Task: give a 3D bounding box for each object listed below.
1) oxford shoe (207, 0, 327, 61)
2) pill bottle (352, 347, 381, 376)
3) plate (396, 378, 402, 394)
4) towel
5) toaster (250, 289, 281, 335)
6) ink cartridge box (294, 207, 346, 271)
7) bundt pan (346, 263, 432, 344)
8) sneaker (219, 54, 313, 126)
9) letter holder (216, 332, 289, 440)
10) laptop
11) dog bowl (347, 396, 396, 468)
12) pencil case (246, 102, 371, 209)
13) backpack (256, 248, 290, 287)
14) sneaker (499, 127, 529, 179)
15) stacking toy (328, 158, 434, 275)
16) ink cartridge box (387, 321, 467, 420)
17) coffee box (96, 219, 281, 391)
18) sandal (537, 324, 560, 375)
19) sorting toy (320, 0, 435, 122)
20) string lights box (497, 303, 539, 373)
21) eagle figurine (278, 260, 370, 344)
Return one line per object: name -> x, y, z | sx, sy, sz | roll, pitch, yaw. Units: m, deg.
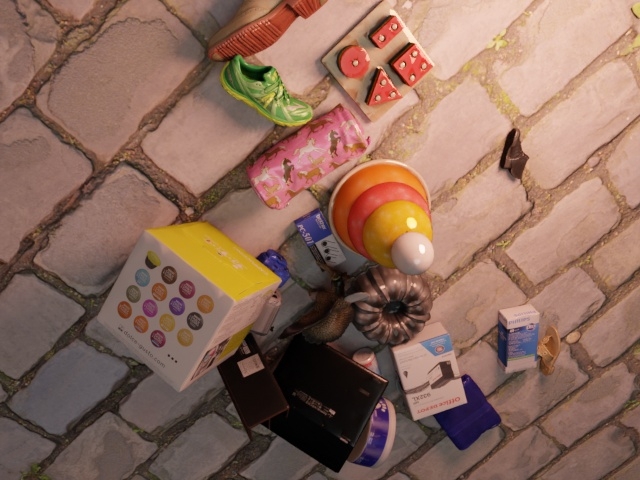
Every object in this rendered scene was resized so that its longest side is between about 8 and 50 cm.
oxford shoe -> -0.159, -0.642, 1.487 | 0.397, 0.140, 0.147 | -29, 84, 10
pill bottle -> 0.185, 0.499, 2.055 | 0.087, 0.087, 0.160 | -21, 115, 1
plate -> 0.394, 0.557, 2.149 | 0.188, 0.024, 0.188 | -3, 114, -7
towel -> 0.593, 0.712, 2.229 | 0.227, 0.076, 0.308 | -37, 114, 1
toaster -> -0.231, 0.228, 1.846 | 0.227, 0.129, 0.146 | 24, 106, -16
ink cartridge box -> 0.000, 0.000, 1.824 | 0.097, 0.046, 0.207 | -27, 115, 2
bundt pan -> 0.259, 0.242, 1.932 | 0.330, 0.124, 0.331 | -4, 115, -8
sneaker -> -0.147, -0.433, 1.557 | 0.295, 0.109, 0.123 | 25, 134, -18
letter holder -> -0.247, 0.523, 1.891 | 0.152, 0.302, 0.214 | -22, 151, -19
laptop -> -0.007, 0.611, 2.015 | 0.382, 0.236, 0.408 | 29, 81, 12
dog bowl -> 0.182, 0.729, 2.061 | 0.104, 0.265, 0.265 | 19, 110, -15
pencil case -> -0.036, -0.254, 1.644 | 0.386, 0.160, 0.167 | -34, 144, 6
backpack -> -0.156, 0.097, 1.815 | 0.120, 0.098, 0.101 | 41, 99, -22
sneaker -> 0.661, -0.291, 1.796 | 0.089, 0.051, 0.170 | 5, 118, -11
stacking toy -> 0.225, -0.020, 1.610 | 0.350, 0.480, 0.351 | -3, 115, -7
ink cartridge box -> 0.405, 0.497, 2.040 | 0.223, 0.129, 0.307 | -18, 106, -2
coffee box -> -0.382, 0.173, 1.616 | 0.337, 0.338, 0.334 | 36, 106, 11
sandal -> 0.896, 0.454, 2.146 | 0.079, 0.088, 0.240 | -11, 120, -10
sorting toy -> 0.181, -0.523, 1.592 | 0.255, 0.089, 0.257 | -41, 114, 10
string lights box -> 0.777, 0.389, 2.104 | 0.133, 0.077, 0.260 | -10, 115, -5
eagle figurine -> 0.013, 0.239, 1.843 | 0.226, 0.225, 0.298 | 23, 88, -10
